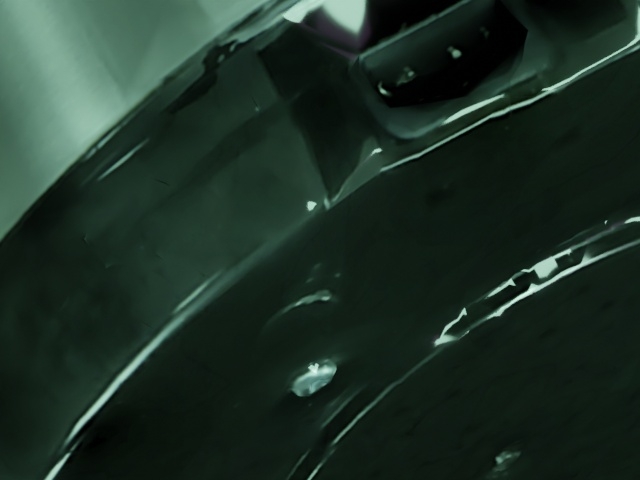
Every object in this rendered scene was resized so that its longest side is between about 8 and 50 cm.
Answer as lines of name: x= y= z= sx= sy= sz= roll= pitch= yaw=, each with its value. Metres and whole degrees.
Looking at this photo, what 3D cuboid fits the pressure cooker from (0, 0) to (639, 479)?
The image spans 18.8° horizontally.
pressure cooker: x=-0.015 y=-0.090 z=0.621 sx=0.375 sy=0.420 sz=0.370 roll=-35 pitch=148 yaw=6
